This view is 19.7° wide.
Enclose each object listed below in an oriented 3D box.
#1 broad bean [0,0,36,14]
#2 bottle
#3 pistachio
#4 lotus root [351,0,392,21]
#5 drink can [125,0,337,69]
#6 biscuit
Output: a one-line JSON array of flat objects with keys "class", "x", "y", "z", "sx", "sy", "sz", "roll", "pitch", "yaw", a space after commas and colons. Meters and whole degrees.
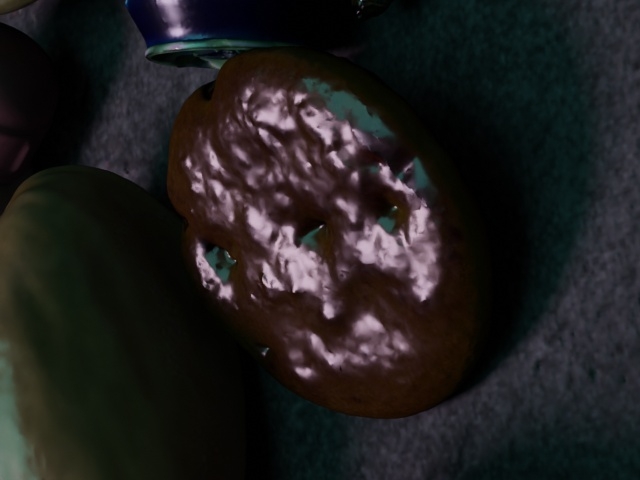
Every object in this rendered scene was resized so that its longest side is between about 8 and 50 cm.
[{"class": "broad bean", "x": -0.181, "y": -0.232, "z": 1.126, "sx": 0.263, "sy": 0.121, "sz": 0.189, "roll": -24, "pitch": 57, "yaw": 39}, {"class": "bottle", "x": -0.253, "y": -0.030, "z": 1.199, "sx": 0.253, "sy": 0.120, "sz": 0.120, "roll": -54, "pitch": 54, "yaw": 28}, {"class": "pistachio", "x": -0.134, "y": 0.096, "z": 1.049, "sx": 0.162, "sy": 0.181, "sz": 0.293, "roll": 106, "pitch": 154, "yaw": -70}, {"class": "lotus root", "x": 0.031, "y": -0.163, "z": 0.962, "sx": 0.054, "sy": 0.049, "sz": 0.099, "roll": -177, "pitch": 88, "yaw": -66}, {"class": "drink can", "x": -0.048, "y": -0.197, "z": 0.995, "sx": 0.118, "sy": 0.118, "sz": 0.205, "roll": -3, "pitch": 87, "yaw": 45}, {"class": "biscuit", "x": 0.000, "y": 0.000, "z": 0.952, "sx": 0.212, "sy": 0.036, "sz": 0.212, "roll": 22, "pitch": 126, "yaw": 34}]
